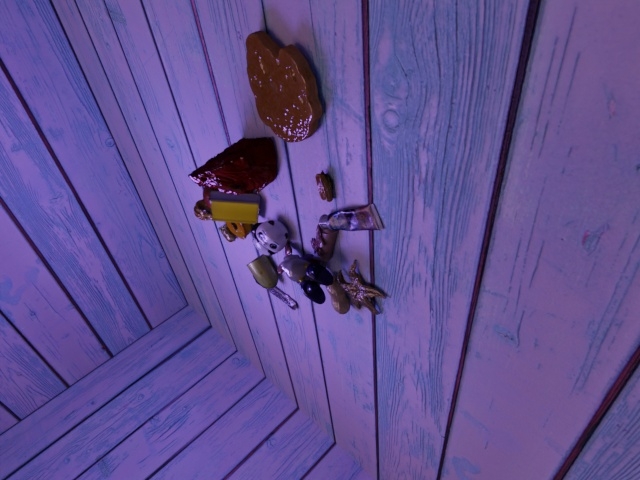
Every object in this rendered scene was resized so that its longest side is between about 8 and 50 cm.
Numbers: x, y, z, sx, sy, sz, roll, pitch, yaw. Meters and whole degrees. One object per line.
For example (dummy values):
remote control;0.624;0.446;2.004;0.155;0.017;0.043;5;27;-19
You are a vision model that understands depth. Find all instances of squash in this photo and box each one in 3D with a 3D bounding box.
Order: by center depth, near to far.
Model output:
squash;-0.287;0.167;2.266;0.123;0.123;0.186;-12;111;59

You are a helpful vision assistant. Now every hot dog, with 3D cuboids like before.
hot dog;0.018;-0.186;1.530;0.056;0.041;0.133;29;150;37

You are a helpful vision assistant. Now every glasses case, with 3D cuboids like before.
glasses case;0.000;0.000;1.717;0.102;0.070;0.193;42;149;21

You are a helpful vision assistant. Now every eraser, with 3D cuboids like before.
eraser;-0.382;-0.144;1.989;0.158;0.226;0.069;104;167;-53

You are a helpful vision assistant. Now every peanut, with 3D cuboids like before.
peanut;0.071;0.225;1.850;0.082;0.082;0.187;14;132;49

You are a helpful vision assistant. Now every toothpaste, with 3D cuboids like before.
toothpaste;0.100;-0.071;1.525;0.266;0.061;0.096;-3;118;49

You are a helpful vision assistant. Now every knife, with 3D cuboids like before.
knife;-0.258;0.268;2.407;0.365;0.043;0.089;34;146;30

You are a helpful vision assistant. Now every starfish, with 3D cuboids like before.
starfish;0.161;0.198;1.729;0.236;0.062;0.277;24;136;33

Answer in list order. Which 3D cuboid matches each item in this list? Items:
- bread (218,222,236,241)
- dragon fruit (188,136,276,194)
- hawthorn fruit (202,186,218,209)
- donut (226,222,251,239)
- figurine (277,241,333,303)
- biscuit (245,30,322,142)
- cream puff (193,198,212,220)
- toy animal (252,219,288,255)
bread;-0.506;-0.040;2.422;0.110;0.060;0.066;55;166;-1
dragon fruit;-0.353;-0.284;1.740;0.302;0.330;0.240;91;156;-50
hawthorn fruit;-0.484;-0.192;2.148;0.165;0.165;0.285;47;161;12
donut;-0.410;-0.089;2.213;0.162;0.065;0.178;40;152;12
figurine;-0.083;0.123;1.830;0.193;0.154;0.421;19;-176;-14
biscuit;-0.117;-0.474;1.393;0.312;0.057;0.351;23;140;42
cream puff;-0.620;-0.160;2.397;0.133;0.119;0.104;28;114;-13
toy animal;-0.226;-0.021;1.954;0.166;0.138;0.179;40;158;-10
